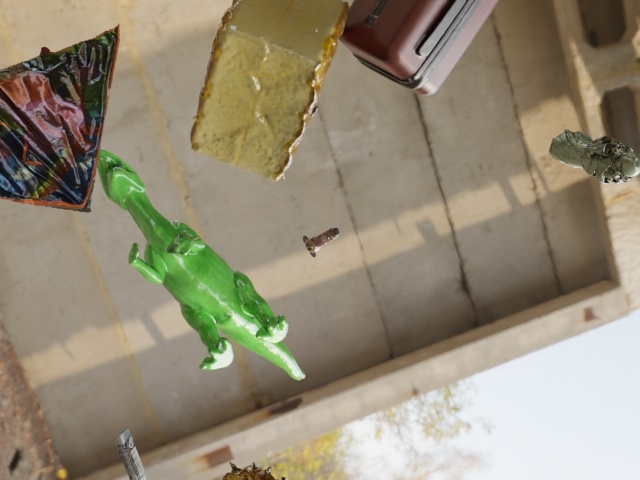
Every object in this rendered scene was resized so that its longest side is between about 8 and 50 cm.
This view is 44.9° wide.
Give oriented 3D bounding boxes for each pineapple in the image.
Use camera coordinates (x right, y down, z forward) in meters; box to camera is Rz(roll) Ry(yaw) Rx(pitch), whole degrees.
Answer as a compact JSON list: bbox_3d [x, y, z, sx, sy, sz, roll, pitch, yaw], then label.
[{"bbox_3d":[-0.121,0.458,1.392,0.069,0.137,0.116,10,82,-52],"label":"pineapple"}]

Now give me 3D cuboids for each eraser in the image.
[{"bbox_3d":[-0.288,0.333,1.175,0.027,0.019,0.099,-51,126,-66],"label":"eraser"}]

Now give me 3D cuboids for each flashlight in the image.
[{"bbox_3d":[0.000,0.000,1.591,0.110,0.031,0.052,-29,-92,50],"label":"flashlight"}]

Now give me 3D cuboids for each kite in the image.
[{"bbox_3d":[-0.248,-0.095,0.605,0.234,0.321,0.016,38,-42,21],"label":"kite"}]

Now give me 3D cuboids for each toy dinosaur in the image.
[{"bbox_3d":[-0.198,0.076,1.314,0.374,0.144,0.500,48,-6,20],"label":"toy dinosaur"}]

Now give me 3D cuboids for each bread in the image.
[{"bbox_3d":[-0.096,-0.305,1.424,0.279,0.207,0.279,-72,-174,-45],"label":"bread"}]

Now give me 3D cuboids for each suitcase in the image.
[{"bbox_3d":[0.191,-0.443,1.462,0.161,0.297,0.236,29,8,-42],"label":"suitcase"}]

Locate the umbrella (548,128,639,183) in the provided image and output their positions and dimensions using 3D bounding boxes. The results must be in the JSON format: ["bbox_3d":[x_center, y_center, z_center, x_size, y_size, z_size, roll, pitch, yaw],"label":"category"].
[{"bbox_3d":[0.357,-0.109,0.998,0.067,0.062,0.143,53,-7,-27],"label":"umbrella"}]

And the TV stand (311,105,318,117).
[{"bbox_3d":[-0.113,-0.339,1.617,0.249,0.036,0.042,36,9,-6],"label":"TV stand"}]
